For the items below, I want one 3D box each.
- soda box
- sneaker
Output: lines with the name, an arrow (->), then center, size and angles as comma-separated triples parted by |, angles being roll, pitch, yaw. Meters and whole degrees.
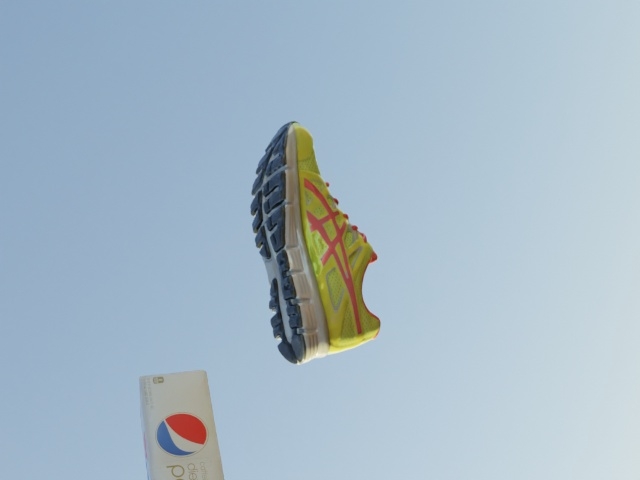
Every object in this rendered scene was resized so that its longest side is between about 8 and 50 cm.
soda box -> -0.126, 0.229, 1.176 | 0.074, 0.069, 0.216 | 97, 163, -47
sneaker -> 0.000, 0.000, 1.057 | 0.081, 0.094, 0.208 | 144, 121, -64
